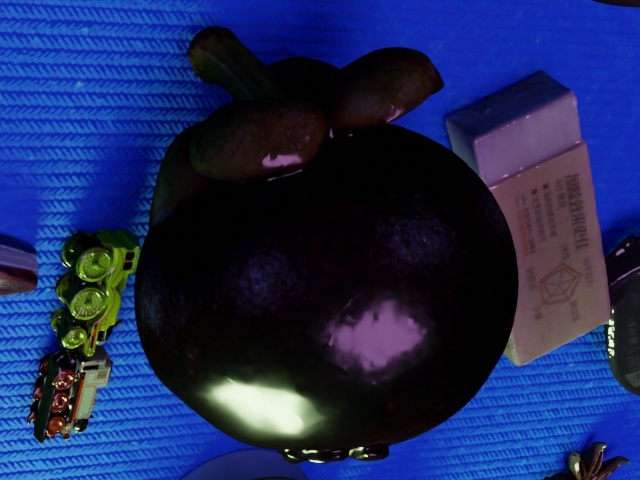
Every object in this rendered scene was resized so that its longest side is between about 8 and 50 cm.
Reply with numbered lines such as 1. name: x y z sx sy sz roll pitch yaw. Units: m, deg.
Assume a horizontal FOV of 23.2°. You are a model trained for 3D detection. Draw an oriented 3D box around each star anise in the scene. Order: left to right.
1. star anise: 0.358 0.328 2.130 0.141 0.042 0.141 -12 124 -19

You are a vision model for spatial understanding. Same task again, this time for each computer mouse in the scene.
1. computer mouse: 0.418 0.082 1.980 0.147 0.088 0.264 -16 128 -5

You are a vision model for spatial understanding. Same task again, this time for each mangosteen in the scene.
1. mangosteen: 0.000 0.000 1.544 0.382 0.382 0.435 -3 87 -28

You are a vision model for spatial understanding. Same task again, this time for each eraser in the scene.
1. eraser: 0.245 -0.019 1.824 0.144 0.078 0.343 -25 127 -14

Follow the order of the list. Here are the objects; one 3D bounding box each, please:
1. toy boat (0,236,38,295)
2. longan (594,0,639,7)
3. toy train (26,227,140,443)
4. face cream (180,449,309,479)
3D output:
1. toy boat: -0.384 0.026 1.521 0.229 0.046 0.080 7 118 -35
2. longan: 0.332 -0.397 1.519 0.288 0.288 0.350 18 98 -36
3. toy train: -0.250 0.104 1.639 0.085 0.053 0.249 -2 120 -35
4. face cream: -0.072 0.384 1.832 0.218 0.179 0.218 -14 125 -21
